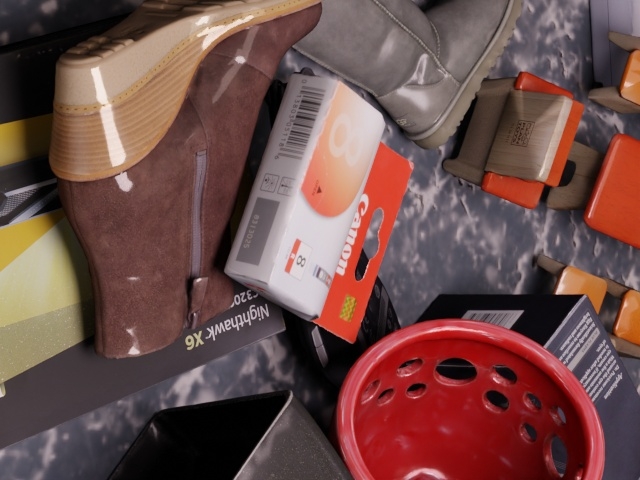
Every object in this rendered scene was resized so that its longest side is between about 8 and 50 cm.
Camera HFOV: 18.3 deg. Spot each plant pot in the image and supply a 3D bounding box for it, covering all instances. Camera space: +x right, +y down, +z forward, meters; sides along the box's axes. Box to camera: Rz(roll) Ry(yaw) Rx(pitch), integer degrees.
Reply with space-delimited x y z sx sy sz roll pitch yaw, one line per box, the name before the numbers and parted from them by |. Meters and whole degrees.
plant pot | 0.090 0.179 1.423 0.191 0.191 0.174 -39 159 -35
plant pot | -0.060 0.230 1.329 0.167 0.188 0.187 46 60 -19

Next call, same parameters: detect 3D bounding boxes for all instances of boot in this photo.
boot | 0.052 -0.193 1.538 0.208 0.076 0.189 38 63 -28
boot | -0.079 -0.057 1.313 0.248 0.090 0.206 -31 124 -43

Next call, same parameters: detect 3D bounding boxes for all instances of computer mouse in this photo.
computer mouse | 0.000 0.000 1.487 0.262 0.060 0.184 62 23 -43

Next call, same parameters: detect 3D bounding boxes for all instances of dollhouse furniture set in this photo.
dollhouse furniture set | 0.242 -0.045 1.627 0.259 0.135 0.262 20 87 -31

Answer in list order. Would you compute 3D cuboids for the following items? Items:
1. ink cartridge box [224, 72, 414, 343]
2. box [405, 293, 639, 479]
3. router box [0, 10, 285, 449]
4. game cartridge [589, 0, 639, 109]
ink cartridge box | 0.016 -0.014 1.351 0.179 0.045 0.145 31 74 -53
box | 0.161 0.128 1.568 0.093 0.156 0.158 -47 120 -33
router box | -0.181 -0.009 1.310 0.309 0.081 0.243 -22 105 -40
game cartridge | 0.357 -0.221 1.818 0.294 0.060 0.196 -6 90 -42
